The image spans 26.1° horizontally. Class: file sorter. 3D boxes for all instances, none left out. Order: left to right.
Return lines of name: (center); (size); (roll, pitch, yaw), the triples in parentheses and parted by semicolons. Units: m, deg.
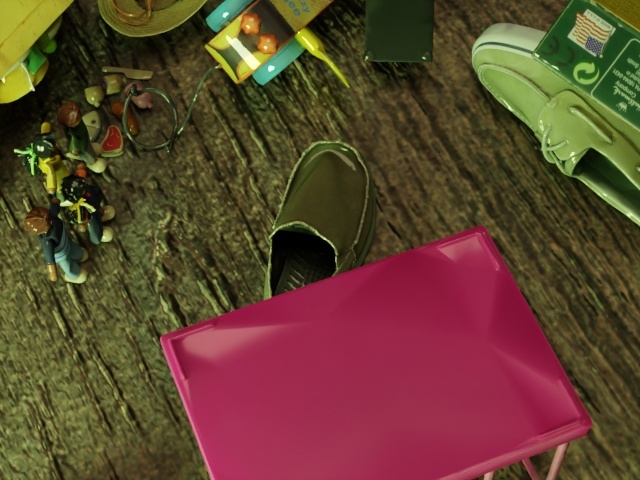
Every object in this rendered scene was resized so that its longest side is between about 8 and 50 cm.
file sorter: (0.042, 0.157, 1.169); (0.291, 0.182, 0.202); (-19, 60, -11)

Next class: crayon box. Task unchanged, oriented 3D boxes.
crayon box: (0.334, -0.187, 1.338); (0.202, 0.081, 0.318); (36, 29, 4)

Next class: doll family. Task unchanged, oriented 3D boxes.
doll family: (-0.247, -0.050, 1.333); (0.076, 0.111, 0.193); (-16, 63, -1)

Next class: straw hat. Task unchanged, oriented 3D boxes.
straw hat: (-0.168, -0.271, 1.498); (0.145, 0.061, 0.144); (-6, 68, 14)

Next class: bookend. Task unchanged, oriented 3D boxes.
bookend: (0.085, -0.278, 1.479); (0.072, 0.156, 0.157); (2, 103, 2)

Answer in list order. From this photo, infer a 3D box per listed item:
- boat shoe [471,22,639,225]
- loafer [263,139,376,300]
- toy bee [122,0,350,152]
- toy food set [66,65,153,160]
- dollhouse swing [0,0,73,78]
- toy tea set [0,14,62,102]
boat shoe: (0.267, -0.109, 1.368); (0.302, 0.109, 0.094); (35, 68, 17)
loafer: (0.000, 0.000, 1.317); (0.094, 0.087, 0.251); (7, 60, 5)
toy bee: (-0.049, -0.208, 1.397); (0.195, 0.162, 0.298); (29, 76, -16)
toy food set: (-0.216, -0.136, 1.443); (0.078, 0.019, 0.122); (7, 60, 5)
dollhouse swing: (-0.412, -0.279, 1.266); (0.315, 0.305, 0.347); (19, 64, 45)
toy tea set: (-0.357, -0.119, 1.405); (0.200, 0.124, 0.336); (14, 59, 44)
